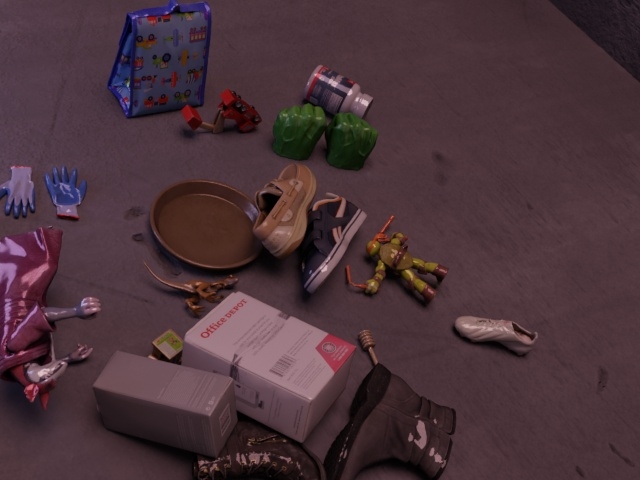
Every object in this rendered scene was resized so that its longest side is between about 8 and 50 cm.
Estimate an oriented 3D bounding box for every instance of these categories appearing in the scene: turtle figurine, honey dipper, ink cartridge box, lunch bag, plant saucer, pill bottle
[{"bbox_3d":[0.196,0.046,2.078,0.217,0.087,0.269,29,45,6],"label":"turtle figurine"},{"bbox_3d":[0.121,0.269,1.882,0.030,0.030,0.161,-4,54,-25],"label":"honey dipper"},{"bbox_3d":[-0.103,0.240,1.698,0.282,0.117,0.207,23,33,17],"label":"ink cartridge box"},{"bbox_3d":[-0.392,-0.474,2.176,0.220,0.293,0.138,-16,57,-34],"label":"lunch bag"},{"bbox_3d":[-0.257,-0.032,1.999,0.277,0.041,0.278,11,46,-12],"label":"plant saucer"},{"bbox_3d":[0.052,-0.406,2.428,0.180,0.108,0.108,29,45,5],"label":"pill bottle"}]

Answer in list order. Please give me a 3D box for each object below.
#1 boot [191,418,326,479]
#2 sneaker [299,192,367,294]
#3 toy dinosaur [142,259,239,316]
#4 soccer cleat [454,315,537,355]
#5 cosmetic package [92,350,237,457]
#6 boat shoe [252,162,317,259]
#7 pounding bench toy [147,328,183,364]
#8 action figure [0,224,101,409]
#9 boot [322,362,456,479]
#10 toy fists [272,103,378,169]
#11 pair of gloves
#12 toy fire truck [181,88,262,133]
[{"bbox_3d":[-0.125,0.421,1.604,0.228,0.091,0.263,-4,40,-25],"label":"boot"},{"bbox_3d":[0.000,0.000,2.013,0.127,0.126,0.321,36,34,-3],"label":"sneaker"},{"bbox_3d":[-0.276,0.105,1.861,0.211,0.064,0.112,7,28,-29],"label":"toy dinosaur"},{"bbox_3d":[0.410,0.209,2.021,0.196,0.076,0.068,18,45,-5],"label":"soccer cleat"},{"bbox_3d":[-0.281,0.296,1.575,0.237,0.127,0.107,14,42,16],"label":"cosmetic package"},{"bbox_3d":[-0.089,-0.097,2.029,0.110,0.121,0.341,38,27,-20],"label":"boat shoe"},{"bbox_3d":[-0.314,0.230,1.712,0.052,0.065,0.083,40,47,15],"label":"pounding bench toy"},{"bbox_3d":[-0.548,0.138,1.574,0.275,0.248,0.370,0,46,-21],"label":"action figure"},{"bbox_3d":[0.146,0.413,1.704,0.222,0.118,0.338,33,51,-1],"label":"boot"},{"bbox_3d":[0.013,-0.281,2.270,0.279,0.142,0.096,11,46,-13],"label":"toy fists"},{"bbox_3d":[-0.623,-0.110,1.935,0.198,0.023,0.159,4,48,-20],"label":"pair of gloves"},{"bbox_3d":[-0.252,-0.318,2.227,0.192,0.135,0.047,31,23,-56],"label":"toy fire truck"}]
